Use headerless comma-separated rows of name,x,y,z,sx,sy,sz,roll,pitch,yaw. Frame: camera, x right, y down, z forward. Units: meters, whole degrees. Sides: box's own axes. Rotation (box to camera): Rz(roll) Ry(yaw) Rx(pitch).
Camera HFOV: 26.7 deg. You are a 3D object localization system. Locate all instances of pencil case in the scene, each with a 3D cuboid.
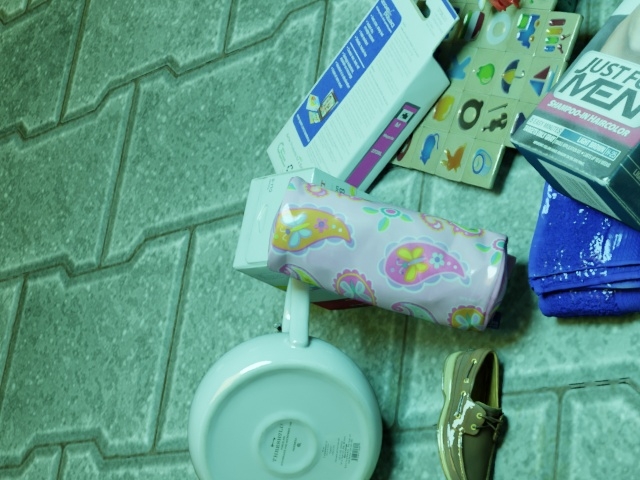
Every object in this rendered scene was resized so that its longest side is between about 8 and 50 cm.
pencil case,0.082,0.016,1.559,0.284,0.124,0.124,15,90,7

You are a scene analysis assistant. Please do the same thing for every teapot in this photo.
teapot,-0.046,0.212,1.658,0.256,0.252,0.187,-37,15,5

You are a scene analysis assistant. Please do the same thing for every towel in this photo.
towel,0.358,-0.035,1.415,0.308,0.076,0.228,-6,67,48

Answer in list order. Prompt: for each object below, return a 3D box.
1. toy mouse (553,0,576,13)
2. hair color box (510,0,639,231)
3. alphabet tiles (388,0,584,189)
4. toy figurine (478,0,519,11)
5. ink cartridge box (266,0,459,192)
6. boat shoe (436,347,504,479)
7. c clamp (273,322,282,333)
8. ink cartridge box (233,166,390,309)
toy mouse,0.269,-0.301,1.698,0.161,0.031,0.143,16,83,52
hair color box,0.373,-0.186,1.383,0.347,0.105,0.174,-50,33,-3
alphabet tiles,0.195,-0.217,1.722,0.342,0.011,0.285,22,94,57
toy figurine,0.208,-0.487,1.671,0.191,0.217,0.363,-26,42,37
ink cartridge box,0.066,-0.196,1.828,0.371,0.069,0.176,-54,38,27
boat shoe,0.172,0.202,1.516,0.060,0.064,0.178,-25,50,42
c clamp,-0.077,0.182,1.785,0.022,0.137,0.161,19,90,9
ink cartridge box,0.000,0.000,1.735,0.127,0.176,0.128,-9,64,47
